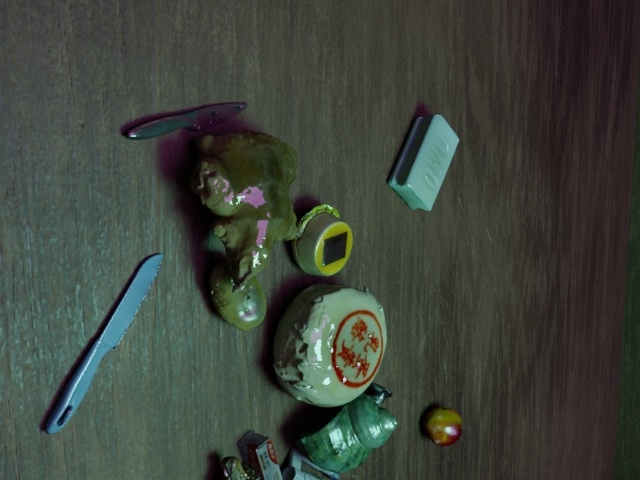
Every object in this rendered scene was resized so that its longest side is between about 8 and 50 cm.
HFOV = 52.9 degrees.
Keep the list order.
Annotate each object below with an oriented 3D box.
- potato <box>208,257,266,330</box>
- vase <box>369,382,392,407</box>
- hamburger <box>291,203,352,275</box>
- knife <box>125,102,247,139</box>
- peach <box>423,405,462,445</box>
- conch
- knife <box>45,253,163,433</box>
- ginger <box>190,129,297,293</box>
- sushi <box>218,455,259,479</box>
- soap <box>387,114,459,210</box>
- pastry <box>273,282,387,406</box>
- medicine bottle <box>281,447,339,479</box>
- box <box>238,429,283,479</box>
[{"bbox_3d":[-0.146,0.092,1.115,0.091,0.070,0.137,-40,124,-37],"label":"potato"},{"bbox_3d":[0.096,0.398,1.417,0.167,0.059,0.059,-56,131,-24],"label":"vase"},{"bbox_3d":[0.000,0.000,1.247,0.126,0.082,0.141,-38,133,-34],"label":"hamburger"},{"bbox_3d":[-0.209,-0.194,1.048,0.247,0.018,0.035,-25,110,-42],"label":"knife"},{"bbox_3d":[0.308,0.469,1.625,0.101,0.101,0.100,-8,101,-45],"label":"peach"},{"bbox_3d":[0.055,0.386,1.292,0.188,0.122,0.176,-39,143,-5],"label":"conch"},{"bbox_3d":[-0.322,0.150,0.981,0.044,0.019,0.313,48,61,-47],"label":"knife"},{"bbox_3d":[-0.120,-0.055,1.050,0.219,0.123,0.270,24,55,-43],"label":"ginger"},{"bbox_3d":[-0.139,0.490,1.160,0.097,0.103,0.226,-25,112,-23],"label":"sushi"},{"bbox_3d":[0.240,-0.182,1.479,0.119,0.067,0.198,40,67,-43],"label":"soap"},{"bbox_3d":[0.019,0.203,1.261,0.265,0.133,0.264,-5,97,-42],"label":"pastry"},{"bbox_3d":[-0.002,0.512,1.337,0.220,0.061,0.092,48,38,-38],"label":"medicine bottle"},{"bbox_3d":[-0.101,0.468,1.226,0.040,0.055,0.218,-31,118,-41],"label":"box"}]
